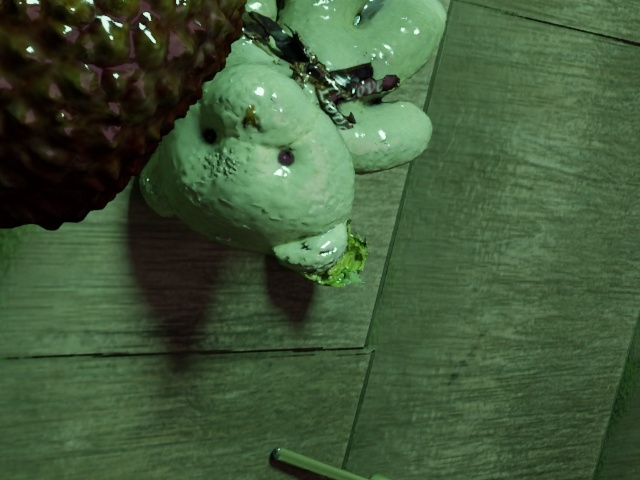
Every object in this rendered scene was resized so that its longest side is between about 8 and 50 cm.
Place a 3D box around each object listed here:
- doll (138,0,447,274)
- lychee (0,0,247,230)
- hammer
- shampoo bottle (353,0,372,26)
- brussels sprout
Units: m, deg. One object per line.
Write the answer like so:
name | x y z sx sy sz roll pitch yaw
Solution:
doll | -0.009 -0.120 1.333 0.278 0.175 0.149 -59 160 -27
lychee | -0.185 -0.146 1.045 0.271 0.271 0.271 -26 125 -44
hammer | 0.023 0.220 1.625 0.195 0.060 0.028 26 85 -49
shampoo bottle | -0.002 -0.122 1.427 0.195 0.056 0.056 -60 142 -15
brussels sprout | 0.000 0.000 1.491 0.085 0.058 0.085 2 86 -24
